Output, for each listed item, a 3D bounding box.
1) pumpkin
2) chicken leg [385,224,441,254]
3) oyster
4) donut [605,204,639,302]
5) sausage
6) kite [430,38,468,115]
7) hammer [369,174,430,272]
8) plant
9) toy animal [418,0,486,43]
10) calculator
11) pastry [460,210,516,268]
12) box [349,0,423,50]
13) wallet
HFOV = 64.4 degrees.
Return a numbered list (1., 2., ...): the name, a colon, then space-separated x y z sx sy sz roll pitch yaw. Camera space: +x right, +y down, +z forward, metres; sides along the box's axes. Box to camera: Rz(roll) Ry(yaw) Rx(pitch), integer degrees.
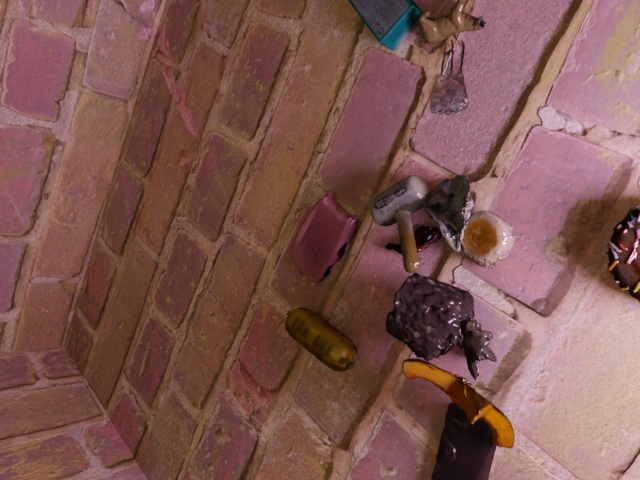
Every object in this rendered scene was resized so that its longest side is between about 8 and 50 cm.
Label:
1. pumpkin: 0.381 0.423 1.368 0.095 0.290 0.258 -53 44 -3
2. chicken leg: 0.292 0.008 1.609 0.205 0.053 0.093 -26 49 29
3. oyster: 0.379 -0.100 1.451 0.199 0.087 0.252 -34 37 -7
4. donut: 0.785 0.033 1.147 0.270 0.103 0.269 0 90 48
5. sausage: -0.002 0.344 1.792 0.347 0.123 0.123 33 109 36
6. kite: 0.404 -0.498 1.557 0.127 0.016 0.229 10 98 37
7. hammer: 0.261 -0.041 1.556 0.202 0.113 0.305 -34 50 36
8. plant: 0.357 0.240 1.438 0.312 0.215 0.213 25 108 28
9. toy animal: 0.392 -0.655 1.532 0.219 0.103 0.101 -7 101 38
10. calculator: 0.000 0.000 1.854 0.220 0.048 0.329 45 118 30
11. pastry: 0.466 -0.005 1.439 0.166 0.088 0.165 -4 84 44
12. box: 0.211 -0.770 1.676 0.153 0.092 0.245 -42 64 30
13. wallet: 0.419 0.637 1.485 0.165 0.042 0.309 16 99 37
